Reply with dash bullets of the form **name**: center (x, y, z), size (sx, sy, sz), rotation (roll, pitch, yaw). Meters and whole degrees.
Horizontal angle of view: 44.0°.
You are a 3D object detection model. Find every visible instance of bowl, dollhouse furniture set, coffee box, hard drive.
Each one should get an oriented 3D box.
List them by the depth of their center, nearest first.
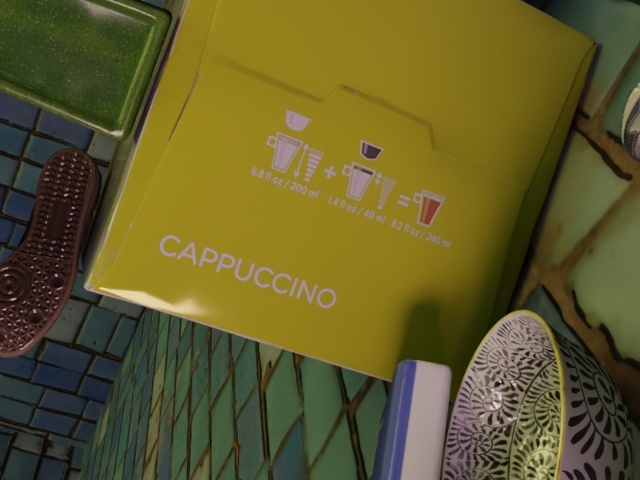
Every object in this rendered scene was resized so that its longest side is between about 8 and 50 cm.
- **bowl**: center (0.140, 0.134, 0.479), size (0.170, 0.080, 0.170), rotation (-165, 90, -83)
- **hard drive**: center (0.046, 0.270, 0.580), size (0.210, 0.040, 0.318), rotation (89, -169, -65)
- **dollhouse furniture set**: center (-0.244, -0.073, 0.643), size (0.197, 0.151, 0.301), rotation (-122, 54, -69)
- **coffee box**: center (-0.013, -0.078, 0.759), size (0.338, 0.338, 0.334), rotation (-71, 18, -1)

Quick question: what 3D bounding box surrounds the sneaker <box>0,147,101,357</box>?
- **sneaker**: center (-0.233, 0.015, 0.692), size (0.071, 0.066, 0.188), rotation (110, 178, -73)

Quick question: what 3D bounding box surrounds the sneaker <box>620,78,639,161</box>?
- **sneaker**: center (0.241, -0.092, 0.492), size (0.135, 0.052, 0.058), rotation (126, 153, -42)

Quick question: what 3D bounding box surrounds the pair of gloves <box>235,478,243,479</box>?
- **pair of gloves**: center (-0.116, 0.412, 1.071), size (0.198, 0.023, 0.159), rotation (-14, 56, 68)
